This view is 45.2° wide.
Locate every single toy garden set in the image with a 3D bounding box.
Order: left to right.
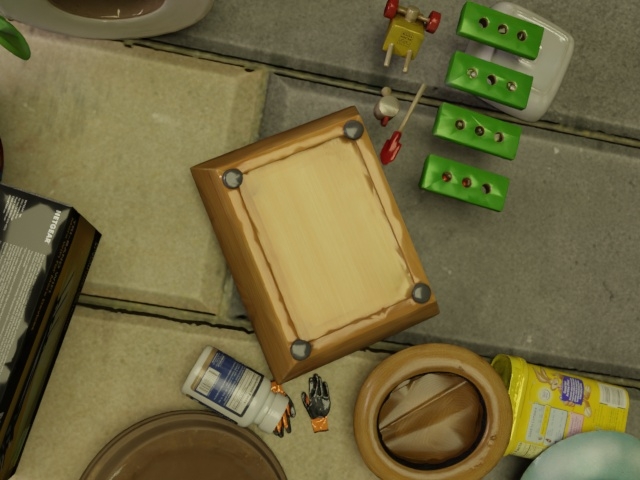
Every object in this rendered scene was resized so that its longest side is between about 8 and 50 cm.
[{"bbox_3d":[0.155,-0.179,0.967,0.203,0.049,0.244,16,83,-9],"label":"toy garden set"}]

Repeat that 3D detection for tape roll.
[{"bbox_3d":[-0.245,-0.349,0.866,0.246,0.246,0.169,-3,85,-10],"label":"tape roll"}]

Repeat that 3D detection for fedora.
[{"bbox_3d":[0.136,0.217,0.951,0.194,0.079,0.194,0,86,3],"label":"fedora"}]

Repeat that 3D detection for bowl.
[{"bbox_3d":[0.272,-0.248,1.042,0.142,0.053,0.142,27,82,-5],"label":"bowl"}]

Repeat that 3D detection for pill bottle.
[{"bbox_3d":[-0.101,0.182,0.925,0.120,0.067,0.067,30,80,-3],"label":"pill bottle"}]

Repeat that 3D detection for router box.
[{"bbox_3d":[-0.331,0.111,0.806,0.081,0.243,0.309,19,82,-7],"label":"router box"}]

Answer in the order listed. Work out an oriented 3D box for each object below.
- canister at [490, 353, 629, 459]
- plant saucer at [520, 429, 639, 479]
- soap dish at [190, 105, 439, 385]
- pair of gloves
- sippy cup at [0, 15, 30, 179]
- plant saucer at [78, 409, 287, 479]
[{"bbox_3d":[0.299,0.227,0.989,0.169,0.073,0.126,15,83,-9],"label":"canister"},{"bbox_3d":[0.342,0.328,0.961,0.194,0.037,0.195,-2,111,-6],"label":"plant saucer"},{"bbox_3d":[0.000,0.000,0.937,0.228,0.118,0.291,-22,90,-11],"label":"soap dish"},{"bbox_3d":[-0.028,0.208,0.966,0.083,0.010,0.074,-5,85,-11],"label":"pair of gloves"},{"bbox_3d":[-0.447,-0.104,0.817,0.305,0.224,0.240,-15,86,-11],"label":"sippy cup"},{"bbox_3d":[-0.149,0.335,0.877,0.277,0.041,0.278,6,75,-25],"label":"plant saucer"}]
